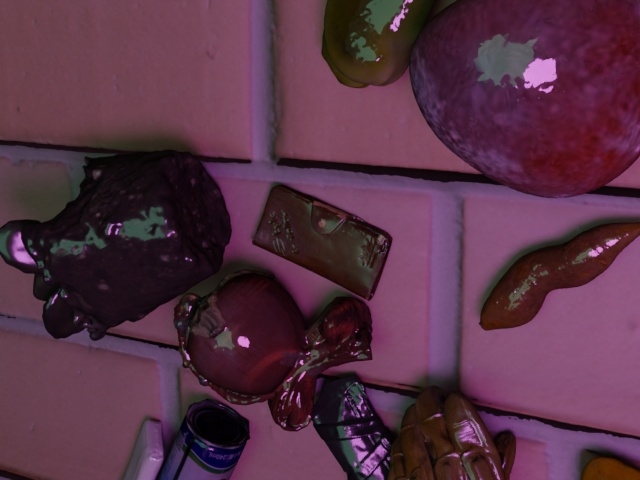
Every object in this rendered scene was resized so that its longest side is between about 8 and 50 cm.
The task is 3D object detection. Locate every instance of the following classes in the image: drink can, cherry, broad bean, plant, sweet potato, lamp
[{"bbox_3d":[-0.182,0.343,1.303,0.097,0.097,0.235,33,114,19],"label":"drink can"},{"bbox_3d":[0.208,-0.173,0.907,0.236,0.213,0.285,-19,100,39],"label":"cherry"},{"bbox_3d":[0.065,-0.256,1.050,0.124,0.082,0.174,23,101,23],"label":"broad bean"},{"bbox_3d":[-0.266,-0.001,1.208,0.276,0.188,0.199,-20,128,18],"label":"plant"},{"bbox_3d":[0.257,0.032,1.017,0.218,0.051,0.065,-39,78,29],"label":"sweet potato"},{"bbox_3d":[-0.068,0.116,1.173,0.223,0.151,0.215,31,111,-15],"label":"lamp"}]

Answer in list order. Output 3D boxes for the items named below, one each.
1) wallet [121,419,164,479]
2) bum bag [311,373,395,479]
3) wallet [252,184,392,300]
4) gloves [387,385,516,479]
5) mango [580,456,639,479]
[{"bbox_3d":[-0.271,0.357,1.364,0.033,0.095,0.190,15,116,-19],"label":"wallet"},{"bbox_3d":[0.057,0.268,1.183,0.087,0.049,0.197,-31,84,6],"label":"bum bag"},{"bbox_3d":[0.000,0.000,1.166,0.176,0.026,0.095,27,110,21],"label":"wallet"},{"bbox_3d":[0.152,0.333,1.083,0.154,0.141,0.331,2,108,13],"label":"gloves"},{"bbox_3d":[0.350,0.304,1.012,0.161,0.076,0.103,45,123,17],"label":"mango"}]
